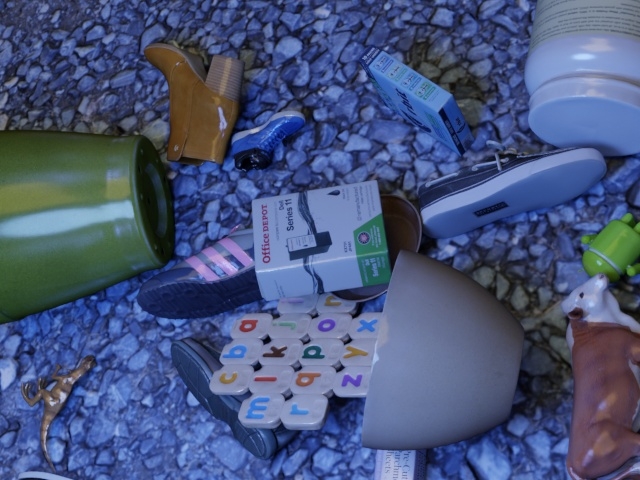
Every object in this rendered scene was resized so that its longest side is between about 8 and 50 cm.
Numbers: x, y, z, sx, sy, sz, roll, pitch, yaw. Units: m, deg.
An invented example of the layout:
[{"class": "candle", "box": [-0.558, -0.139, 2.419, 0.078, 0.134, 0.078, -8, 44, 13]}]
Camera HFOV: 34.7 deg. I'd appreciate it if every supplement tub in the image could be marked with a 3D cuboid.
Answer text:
[{"class": "supplement tub", "box": [0.444, -0.317, 1.577, 0.235, 0.235, 0.324, 5, 71, 25]}]

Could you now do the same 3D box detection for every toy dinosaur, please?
[{"class": "toy dinosaur", "box": [-0.474, 0.288, 1.807, 0.112, 0.064, 0.211, 19, 77, 27]}]

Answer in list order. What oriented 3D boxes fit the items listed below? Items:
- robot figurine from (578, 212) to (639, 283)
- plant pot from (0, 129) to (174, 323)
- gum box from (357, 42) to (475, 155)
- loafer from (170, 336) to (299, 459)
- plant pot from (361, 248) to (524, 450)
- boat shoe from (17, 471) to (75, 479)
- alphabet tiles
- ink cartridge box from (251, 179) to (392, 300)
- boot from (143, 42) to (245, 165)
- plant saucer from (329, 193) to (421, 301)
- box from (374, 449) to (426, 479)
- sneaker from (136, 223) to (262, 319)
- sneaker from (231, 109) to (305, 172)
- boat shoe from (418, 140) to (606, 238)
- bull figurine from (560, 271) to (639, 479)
[{"class": "robot figurine", "box": [0.440, 0.015, 1.533, 0.101, 0.067, 0.115, 39, 87, 32]}, {"class": "plant pot", "box": [-0.455, -0.043, 1.801, 0.353, 0.366, 0.366, -8, 65, 7]}, {"class": "gum box", "box": [0.161, -0.234, 1.706, 0.184, 0.157, 0.041, 38, 86, 31]}, {"class": "loafer", "box": [-0.142, 0.249, 1.683, 0.084, 0.096, 0.267, -25, 54, -35]}, {"class": "plant pot", "box": [0.179, 0.169, 1.432, 0.191, 0.284, 0.284, 11, 72, 9]}, {"class": "boat shoe", "box": [-0.377, 0.447, 1.669, 0.303, 0.114, 0.091, 5, 65, 25]}, {"class": "alphabet tiles", "box": [-0.028, 0.182, 1.620, 0.278, 0.021, 0.284, -3, 42, 20]}, {"class": "ink cartridge box", "box": [0.000, 0.000, 1.615, 0.208, 0.087, 0.153, -10, 53, 4]}, {"class": "boot", "box": [-0.264, -0.253, 1.934, 0.295, 0.104, 0.211, 18, 93, 44]}, {"class": "plant saucer", "box": [0.088, 0.018, 1.677, 0.199, 0.036, 0.198, -22, 49, 28]}, {"class": "box", "box": [0.108, 0.429, 1.499, 0.067, 0.063, 0.324, 0, 68, 22]}, {"class": "sneaker", "box": [-0.165, 0.043, 1.770, 0.319, 0.112, 0.131, -15, 47, 12]}, {"class": "sneaker", "box": [-0.091, -0.172, 1.842, 0.152, 0.058, 0.084, -19, 56, 19]}, {"class": "boat shoe", "box": [0.295, -0.099, 1.621, 0.306, 0.113, 0.105, -24, 54, 30]}, {"class": "bull figurine", "box": [0.428, 0.199, 1.440, 0.188, 0.101, 0.310, 1, 68, 21]}]
